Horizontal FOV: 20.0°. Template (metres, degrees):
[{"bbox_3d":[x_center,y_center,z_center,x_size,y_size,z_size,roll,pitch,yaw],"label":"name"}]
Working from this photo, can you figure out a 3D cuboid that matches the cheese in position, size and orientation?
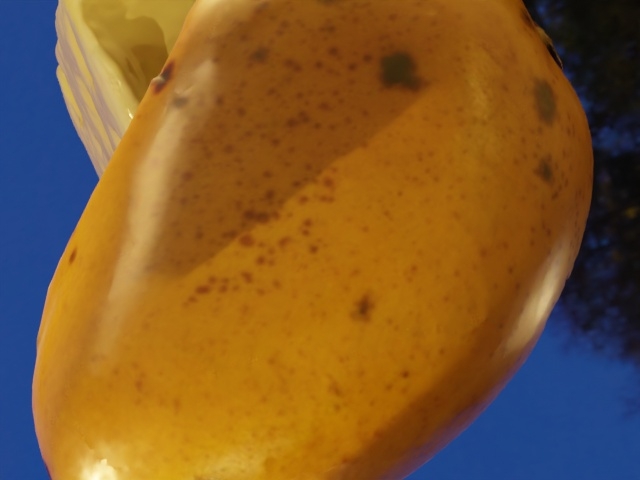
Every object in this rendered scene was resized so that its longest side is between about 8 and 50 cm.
[{"bbox_3d":[-0.074,-0.052,1.143,0.104,0.384,0.384,-26,-87,-9],"label":"cheese"}]

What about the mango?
[{"bbox_3d":[0.000,0.000,0.731,0.191,0.160,0.290,29,-110,9],"label":"mango"}]
